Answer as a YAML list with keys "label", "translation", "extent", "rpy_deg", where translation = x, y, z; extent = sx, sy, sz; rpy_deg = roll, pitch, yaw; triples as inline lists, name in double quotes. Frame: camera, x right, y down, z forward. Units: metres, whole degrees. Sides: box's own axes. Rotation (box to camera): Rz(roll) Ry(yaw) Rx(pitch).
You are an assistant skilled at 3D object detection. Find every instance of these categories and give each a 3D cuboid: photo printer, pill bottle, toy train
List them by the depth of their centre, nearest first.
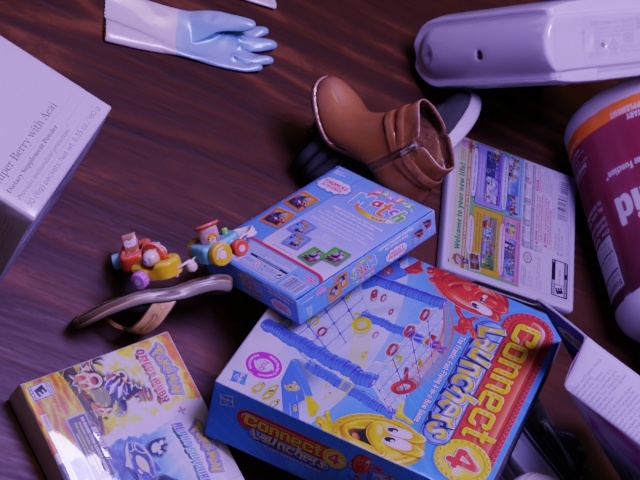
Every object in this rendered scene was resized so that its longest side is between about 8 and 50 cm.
- label: "toy train"
  translation: [-0.157, 0.002, 1.633]
  extent: [0.125, 0.166, 0.046]
  rpy_deg: [-84, 158, -70]
- label: "pill bottle"
  translation: [0.467, -0.001, 1.933]
  extent: [0.224, 0.224, 0.392]
  rpy_deg: [2, 62, -27]
- label: "photo printer"
  translation: [0.291, -0.257, 1.951]
  extent: [0.256, 0.307, 0.107]
  rpy_deg: [-10, 98, -31]

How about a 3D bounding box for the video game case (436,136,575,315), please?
- label: "video game case"
  translation: [0.245, -0.022, 1.957]
  extent: [0.193, 0.023, 0.212]
  rpy_deg: [19, 56, -18]

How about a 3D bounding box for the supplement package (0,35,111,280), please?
- label: "supplement package"
  translation: [-0.405, -0.121, 1.575]
  extent: [0.293, 0.175, 0.177]
  rpy_deg: [32, 54, -7]

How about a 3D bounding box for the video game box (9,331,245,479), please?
- label: "video game box"
  translation: [-0.198, 0.217, 1.572]
  extent: [0.187, 0.048, 0.205]
  rpy_deg: [-19, 73, -38]

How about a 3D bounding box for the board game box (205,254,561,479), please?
- label: "board game box"
  translation: [0.079, 0.149, 1.640]
  extent: [0.302, 0.086, 0.308]
  rpy_deg: [23, 42, 12]

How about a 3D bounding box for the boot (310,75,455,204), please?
- label: "boot"
  translation: [0.077, -0.133, 1.739]
  extent: [0.073, 0.152, 0.197]
  rpy_deg: [-30, 85, -32]

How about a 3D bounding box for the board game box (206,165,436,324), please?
- label: "board game box"
  translation: [0.000, 0.000, 1.685]
  extent: [0.211, 0.039, 0.160]
  rpy_deg: [-33, 41, -29]

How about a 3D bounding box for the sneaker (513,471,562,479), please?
- label: "sneaker"
  translation: [0.326, 0.316, 1.555]
  extent: [0.292, 0.118, 0.110]
  rpy_deg: [31, 43, 25]

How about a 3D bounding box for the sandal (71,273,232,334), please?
- label: "sandal"
  translation: [-0.179, 0.076, 1.627]
  extent: [0.180, 0.072, 0.049]
  rpy_deg: [-12, 88, -12]

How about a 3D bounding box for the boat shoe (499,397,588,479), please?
- label: "boat shoe"
  translation: [0.255, 0.256, 1.739]
  extent: [0.119, 0.121, 0.335]
  rpy_deg: [-23, 73, -31]

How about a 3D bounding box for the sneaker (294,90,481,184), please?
- label: "sneaker"
  translation: [0.084, -0.140, 1.886]
  extent: [0.147, 0.104, 0.296]
  rpy_deg: [47, 56, -3]

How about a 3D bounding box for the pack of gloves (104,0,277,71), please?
- label: "pack of gloves"
  translation: [-0.155, -0.317, 1.903]
  extent: [0.232, 0.046, 0.195]
  rpy_deg: [11, 59, -23]

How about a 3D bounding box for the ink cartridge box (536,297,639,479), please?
- label: "ink cartridge box"
  translation: [0.366, 0.236, 1.601]
  extent: [0.071, 0.324, 0.330]
  rpy_deg: [-48, 55, -6]
